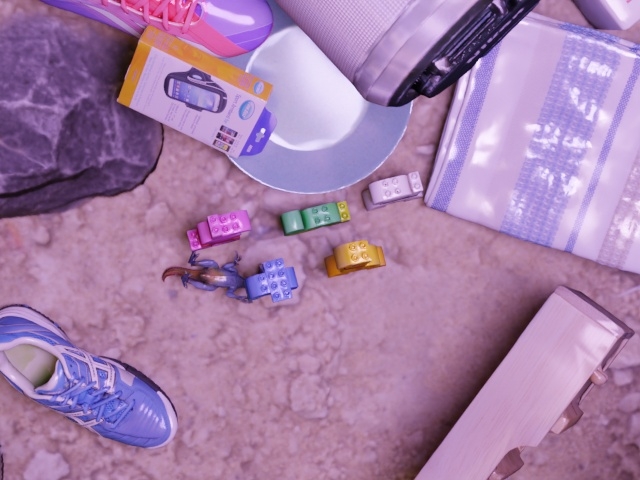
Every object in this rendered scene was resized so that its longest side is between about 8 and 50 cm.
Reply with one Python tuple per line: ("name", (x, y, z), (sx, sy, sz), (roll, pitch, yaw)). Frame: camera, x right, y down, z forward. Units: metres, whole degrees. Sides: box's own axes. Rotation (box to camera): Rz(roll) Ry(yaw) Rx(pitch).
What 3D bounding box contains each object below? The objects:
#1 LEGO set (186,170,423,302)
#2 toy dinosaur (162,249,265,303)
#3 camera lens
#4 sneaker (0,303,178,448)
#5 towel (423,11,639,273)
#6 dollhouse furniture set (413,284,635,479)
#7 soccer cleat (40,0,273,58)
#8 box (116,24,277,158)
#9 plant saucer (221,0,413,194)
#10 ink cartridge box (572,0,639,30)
("LEGO set", (0.000, 0.000, 1.001), (0.227, 0.093, 0.087), (-14, 84, -8))
("toy dinosaur", (-0.093, 0.031, 1.067), (0.082, 0.090, 0.047), (14, 88, -41))
("camera lens", (0.048, -0.262, 0.887), (0.219, 0.219, 0.274), (-43, 87, 7))
("sneaker", (-0.233, 0.144, 1.056), (0.211, 0.081, 0.080), (31, 98, -10))
("towel", (0.250, -0.083, 1.007), (0.285, 0.034, 0.209), (19, 110, 9))
("dollhouse furniture set", (0.306, 0.260, 0.980), (0.394, 0.362, 0.256), (38, 98, 18))
("soccer cleat", (-0.164, -0.216, 0.952), (0.248, 0.095, 0.083), (20, 98, 5))
("box", (-0.104, -0.126, 0.970), (0.136, 0.028, 0.081), (24, 139, -9))
("plant saucer", (-0.012, -0.141, 1.025), (0.195, 0.037, 0.194), (-1, 102, -3))
("ink cartridge box", (0.251, -0.313, 0.971), (0.154, 0.093, 0.212), (-40, 103, 6))
